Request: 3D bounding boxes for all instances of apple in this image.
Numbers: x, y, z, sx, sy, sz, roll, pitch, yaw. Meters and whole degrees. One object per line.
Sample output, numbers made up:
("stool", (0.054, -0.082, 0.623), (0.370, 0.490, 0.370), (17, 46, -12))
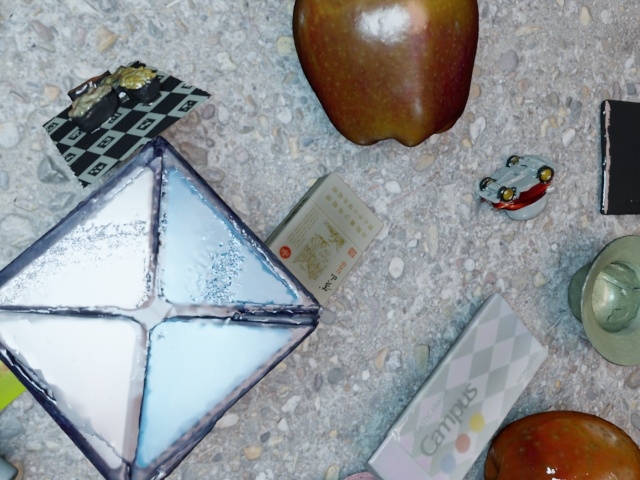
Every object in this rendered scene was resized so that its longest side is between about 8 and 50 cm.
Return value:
("apple", (0.106, -0.311, 0.898), (0.288, 0.288, 0.317), (-21, 112, -17))

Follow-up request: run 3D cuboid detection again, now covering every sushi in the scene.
("sushi", (-0.287, -0.191, 0.770), (0.192, 0.279, 0.043), (-40, 132, -11))

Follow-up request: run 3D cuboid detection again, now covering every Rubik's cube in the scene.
("Rubik's cube", (-0.214, 0.088, 0.755), (0.305, 0.310, 0.307), (-41, 92, -11))

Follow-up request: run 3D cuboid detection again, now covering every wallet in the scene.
("wallet", (0.652, -0.176, 1.216), (0.124, 0.025, 0.244), (0, 93, -19))

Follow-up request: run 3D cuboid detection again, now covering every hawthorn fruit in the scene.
("hawthorn fruit", (0.434, 0.450, 1.054), (0.300, 0.275, 0.275), (2, 92, -5))

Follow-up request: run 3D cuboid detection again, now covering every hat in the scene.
("hat", (0.582, 0.113, 1.150), (0.257, 0.130, 0.257), (-1, 94, -19))

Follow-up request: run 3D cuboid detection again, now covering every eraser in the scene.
("eraser", (0.258, 0.307, 1.048), (0.213, 0.082, 0.397), (48, 70, -14))

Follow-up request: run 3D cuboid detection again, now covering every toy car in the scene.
("toy car", (0.385, -0.089, 1.096), (0.139, 0.112, 0.112), (-32, 118, -5))

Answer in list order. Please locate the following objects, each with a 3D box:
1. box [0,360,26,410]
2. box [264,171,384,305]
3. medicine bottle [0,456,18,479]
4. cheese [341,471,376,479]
("box", (-0.547, 0.100, 0.809), (0.187, 0.047, 0.335), (-41, 105, -12))
("box", (0.000, 0.000, 0.963), (0.141, 0.058, 0.201), (44, 64, -16))
("medicine bottle", (-0.567, 0.291, 0.688), (0.306, 0.245, 0.245), (35, 81, -7))
("cheese", (0.103, 0.526, 1.037), (0.286, 0.074, 0.189), (35, 83, -18))
